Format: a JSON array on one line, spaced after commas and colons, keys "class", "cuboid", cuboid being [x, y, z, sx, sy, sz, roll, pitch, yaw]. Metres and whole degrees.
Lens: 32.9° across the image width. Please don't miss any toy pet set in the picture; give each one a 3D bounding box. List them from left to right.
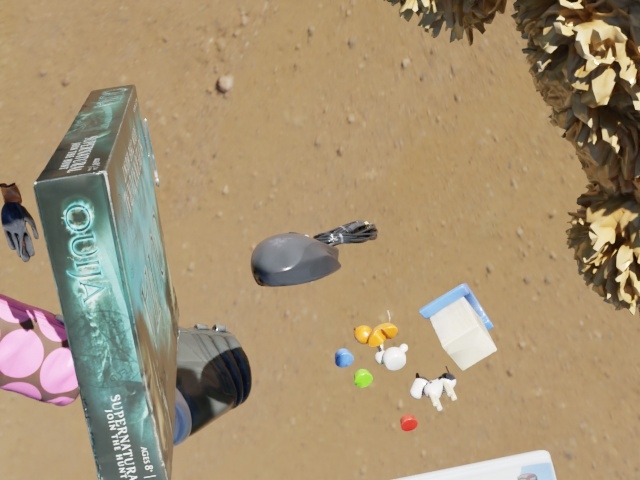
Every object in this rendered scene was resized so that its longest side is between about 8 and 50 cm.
[{"class": "toy pet set", "cuboid": [0.080, 0.081, 0.900, 0.114, 0.065, 0.122, -33, 129, 10]}]

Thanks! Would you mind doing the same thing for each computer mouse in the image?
[{"class": "computer mouse", "cuboid": [0.000, 0.000, 1.050, 0.071, 0.242, 0.041, -2, 100, 21]}]

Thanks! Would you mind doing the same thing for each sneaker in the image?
[{"class": "sneaker", "cuboid": [-0.200, 0.125, 1.339, 0.296, 0.147, 0.104, 44, 128, 31]}]

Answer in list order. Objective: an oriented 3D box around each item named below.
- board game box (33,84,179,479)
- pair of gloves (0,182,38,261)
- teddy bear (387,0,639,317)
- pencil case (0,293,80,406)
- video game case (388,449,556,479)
[{"class": "board game box", "cuboid": [-0.083, 0.011, 0.459, 0.026, 0.186, 0.126, -9, 108, -3]}, {"class": "pair of gloves", "cuboid": [-0.245, -0.016, 0.951, 0.083, 0.010, 0.074, -2, 111, 23]}, {"class": "teddy bear", "cuboid": [0.103, -0.123, 0.327, 0.113, 0.245, 0.337, -21, 116, -28]}, {"class": "pencil case", "cuboid": [-0.338, 0.098, 1.137, 0.209, 0.095, 0.098, 27, 115, -39]}, {"class": "video game case", "cuboid": [0.058, 0.342, 0.848, 0.329, 0.036, 0.299, -9, 76, -10]}]
